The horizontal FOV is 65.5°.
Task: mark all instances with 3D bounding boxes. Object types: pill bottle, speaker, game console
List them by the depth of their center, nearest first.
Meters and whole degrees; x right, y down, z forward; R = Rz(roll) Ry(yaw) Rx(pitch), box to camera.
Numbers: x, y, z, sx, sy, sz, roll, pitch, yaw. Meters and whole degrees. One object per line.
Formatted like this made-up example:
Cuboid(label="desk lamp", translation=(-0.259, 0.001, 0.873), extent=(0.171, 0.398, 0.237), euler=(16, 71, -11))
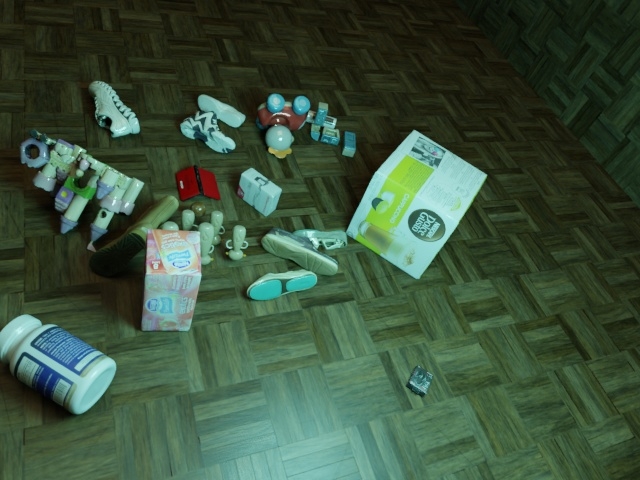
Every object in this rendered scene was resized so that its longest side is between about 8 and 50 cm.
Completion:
Cuboid(label="pill bottle", translation=(-0.670, 0.306, 1.253), extent=(0.264, 0.153, 0.153), euler=(30, 48, 5))
Cuboid(label="game console", translation=(-0.456, -0.200, 1.850), extent=(0.124, 0.085, 0.144), euler=(-23, 56, 2))
Cuboid(label="speaker", translation=(0.002, -0.553, 2.284), extent=(0.136, 0.055, 0.055), euler=(17, 48, -6))

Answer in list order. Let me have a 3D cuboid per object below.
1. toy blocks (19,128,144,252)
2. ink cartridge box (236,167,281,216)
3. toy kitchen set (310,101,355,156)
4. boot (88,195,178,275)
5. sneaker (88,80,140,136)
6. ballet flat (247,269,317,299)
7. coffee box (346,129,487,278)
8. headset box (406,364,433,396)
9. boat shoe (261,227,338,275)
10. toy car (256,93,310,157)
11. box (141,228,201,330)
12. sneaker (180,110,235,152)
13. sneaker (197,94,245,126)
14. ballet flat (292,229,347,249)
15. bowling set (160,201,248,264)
Cuboid(label="toy blocks", translation=(-0.762, -0.142, 1.537), extent=(0.288, 0.309, 0.260), euler=(30, 90, -4))
Cuboid(label="ink cartridge box", translation=(-0.228, -0.179, 1.849), extent=(0.150, 0.109, 0.063), euler=(36, 45, 11))
Cuboid(label="toy kitchen set", translation=(0.069, -0.486, 2.175), extent=(0.207, 0.166, 0.122), euler=(11, 49, -10))
Cuboid(label="boot", translation=(-0.583, -0.018, 1.585), extent=(0.089, 0.236, 0.270), euler=(56, 19, -22))
Cuboid(label="sneaker", translation=(-0.824, -0.508, 1.920), extent=(0.118, 0.110, 0.292), euler=(-35, 68, -28))
Cuboid(label="ballet flat", translation=(-0.134, 0.139, 1.648), extent=(0.248, 0.086, 0.086), euler=(-6, 54, -26))
Cuboid(label="coffee box", translation=(0.358, -0.134, 1.869), extent=(0.334, 0.338, 0.338), euler=(34, 48, 9))
Cuboid(label="headset box", translation=(0.313, 0.447, 1.572), extent=(0.062, 0.032, 0.083), euler=(33, 47, 9))
Cuboid(label="boat shoe", translation=(-0.064, 0.031, 1.741), extent=(0.285, 0.103, 0.092), euler=(21, 52, 6))
Cuboid(label="toy car", translation=(-0.155, -0.455, 2.085), extent=(0.210, 0.219, 0.238), euler=(-2, 81, -22))
Cuboid(label="box", translation=(-0.424, 0.120, 1.399), extent=(0.142, 0.300, 0.154), euler=(3, 52, -20))
Cuboid(label="sneaker", translation=(-0.430, -0.458, 2.019), extent=(0.234, 0.094, 0.153), euler=(20, 55, 11))
Cuboid(label="sneaker", translation=(-0.422, -0.560, 2.134), extent=(0.212, 0.080, 0.094), euler=(31, 36, -2))
Cuboid(label="ballet flat", translation=(0.000, 0.000, 1.810), extent=(0.213, 0.072, 0.068), euler=(0, 60, -20))
Cuboid(label="bowling set", translation=(-0.390, -0.022, 1.662), extent=(0.286, 0.154, 0.200), euler=(5, 32, -15))
